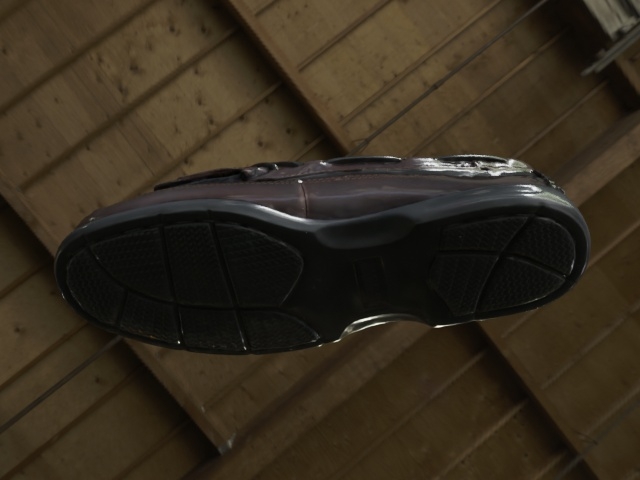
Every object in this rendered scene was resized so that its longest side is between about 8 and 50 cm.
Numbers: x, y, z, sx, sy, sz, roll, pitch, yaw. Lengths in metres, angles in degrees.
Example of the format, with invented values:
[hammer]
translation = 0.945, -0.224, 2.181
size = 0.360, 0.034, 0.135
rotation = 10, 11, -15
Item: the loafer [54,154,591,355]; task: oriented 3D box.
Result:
[loafer]
translation = 0.000, 0.000, 0.478
size = 0.303, 0.095, 0.109
rotation = -4, -57, 2
